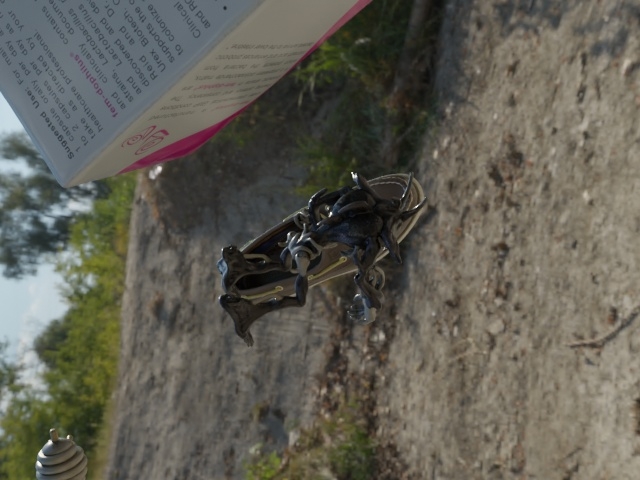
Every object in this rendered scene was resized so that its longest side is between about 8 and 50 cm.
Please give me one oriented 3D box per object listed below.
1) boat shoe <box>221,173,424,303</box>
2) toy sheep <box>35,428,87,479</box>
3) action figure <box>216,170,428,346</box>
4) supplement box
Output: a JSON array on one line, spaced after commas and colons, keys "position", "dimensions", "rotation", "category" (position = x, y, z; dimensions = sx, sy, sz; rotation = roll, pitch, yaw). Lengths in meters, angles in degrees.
[{"position": [0.000, 0.000, 1.103], "dimensions": [0.116, 0.324, 0.097], "rotation": [66, -162, 15], "category": "boat shoe"}, {"position": [-0.432, 0.373, 1.251], "dimensions": [0.091, 0.091, 0.132], "rotation": [-119, 15, -75], "category": "toy sheep"}, {"position": [0.010, 0.018, 0.939], "dimensions": [0.141, 0.276, 0.164], "rotation": [59, -173, -54], "category": "action figure"}, {"position": [-0.047, -0.133, 0.339], "dimensions": [0.220, 0.114, 0.111], "rotation": [-36, -1, 27], "category": "supplement box"}]
